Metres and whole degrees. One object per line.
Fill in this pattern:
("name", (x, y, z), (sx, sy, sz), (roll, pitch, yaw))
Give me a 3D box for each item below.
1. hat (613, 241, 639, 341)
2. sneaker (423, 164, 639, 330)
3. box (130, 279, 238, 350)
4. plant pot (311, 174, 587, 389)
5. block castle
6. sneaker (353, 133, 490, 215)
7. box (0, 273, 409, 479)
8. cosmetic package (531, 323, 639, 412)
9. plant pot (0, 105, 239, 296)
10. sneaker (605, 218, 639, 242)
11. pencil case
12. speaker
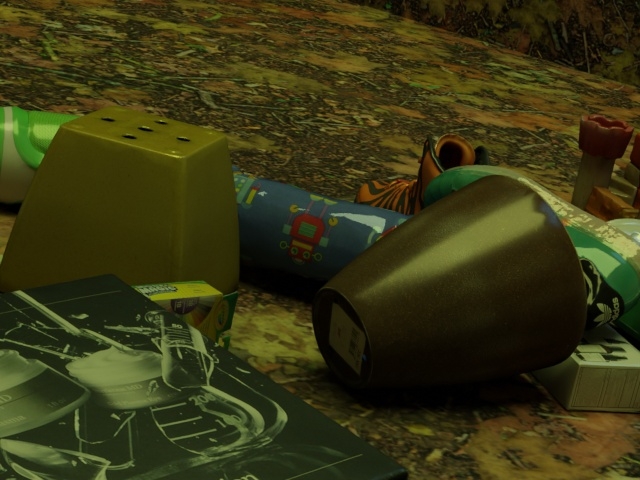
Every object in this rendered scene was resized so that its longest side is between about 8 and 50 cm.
("hat", (0.391, 0.013, 1.667), (0.173, 0.183, 0.208), (42, 8, 32))
("sneaker", (0.219, 0.006, 1.570), (0.302, 0.108, 0.121), (26, 44, 36))
("box", (-0.161, 0.093, 1.296), (0.179, 0.105, 0.043), (-2, 23, -37))
("plant pot", (0.115, 0.065, 1.436), (0.230, 0.215, 0.215), (-19, 31, -29))
("block castle", (0.646, -0.094, 2.183), (0.453, 0.213, 0.303), (5, 18, -17))
("sneaker", (0.147, -0.062, 1.835), (0.124, 0.180, 0.321), (3, 20, -25))
("box", (-0.183, 0.181, 0.859), (0.312, 0.179, 0.343), (28, 26, 38))
("cosmetic package", (0.274, 0.113, 1.570), (0.099, 0.060, 0.239), (6, 19, -20))
("plant pot", (-0.205, -0.034, 1.529), (0.212, 0.187, 0.212), (14, 18, 12))
("sneaker", (0.457, 0.049, 1.785), (0.305, 0.114, 0.152), (6, 17, -14))
("pencil case", (0.000, 0.000, 1.655), (0.306, 0.119, 0.133), (16, -1, 18))
("speaker", (-0.283, -0.097, 1.777), (0.296, 0.131, 0.131), (5, 19, -18))
